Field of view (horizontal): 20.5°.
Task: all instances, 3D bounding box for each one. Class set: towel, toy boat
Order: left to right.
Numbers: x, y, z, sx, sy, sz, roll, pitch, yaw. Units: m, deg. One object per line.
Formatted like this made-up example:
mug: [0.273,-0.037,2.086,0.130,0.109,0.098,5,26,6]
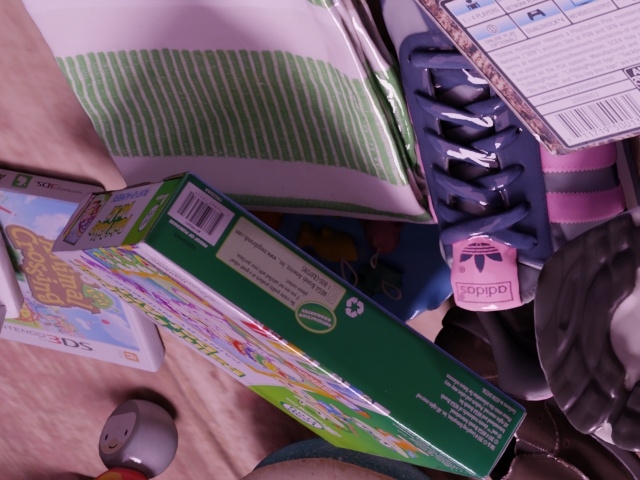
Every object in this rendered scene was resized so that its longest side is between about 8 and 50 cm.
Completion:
towel: [-0.079,-0.133,0.995,0.248,0.038,0.325,4,140,33]
toy boat: [-0.036,0.213,1.418,0.318,0.148,0.267,7,150,10]

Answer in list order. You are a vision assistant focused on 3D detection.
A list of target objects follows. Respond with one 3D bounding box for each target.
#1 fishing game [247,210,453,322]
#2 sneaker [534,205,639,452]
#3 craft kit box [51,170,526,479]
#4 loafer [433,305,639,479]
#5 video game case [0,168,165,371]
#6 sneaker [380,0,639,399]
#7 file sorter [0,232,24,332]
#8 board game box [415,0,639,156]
fishing game: [0.000,0.000,1.162,0.189,0.041,0.264,21,145,4]
sneaker: [0.324,0.004,0.923,0.410,0.158,0.182,-11,178,24]
craft kit box: [-0.030,0.052,1.099,0.250,0.061,0.246,36,170,-15]
loafer: [0.144,0.140,1.214,0.220,0.078,0.080,45,166,-15]
video game case: [-0.228,0.017,1.337,0.193,0.023,0.212,11,145,18]
sneaker: [0.102,-0.038,0.962,0.112,0.131,0.319,2,142,31]
file sorter: [-0.340,0.005,1.182,0.193,0.173,0.278,-2,133,9]
board game box: [0.123,-0.197,0.712,0.232,0.141,0.291,-14,133,42]
